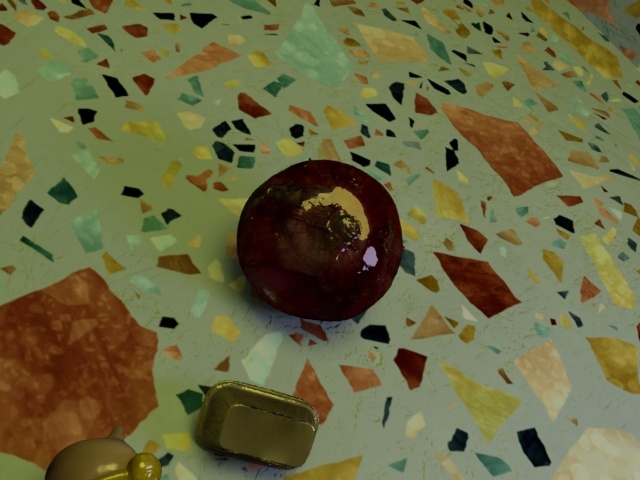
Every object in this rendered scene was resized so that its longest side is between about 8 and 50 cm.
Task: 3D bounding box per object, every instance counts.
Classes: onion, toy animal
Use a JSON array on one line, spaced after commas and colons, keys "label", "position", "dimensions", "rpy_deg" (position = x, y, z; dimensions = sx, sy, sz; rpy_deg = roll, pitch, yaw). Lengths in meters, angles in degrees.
[{"label": "onion", "position": [0.000, 0.000, 1.519], "dimensions": [0.276, 0.276, 0.276], "rpy_deg": [16, 45, -17]}, {"label": "toy animal", "position": [-0.272, 0.336, 1.120], "dimensions": [0.149, 0.165, 0.248], "rpy_deg": [18, 38, -7]}]

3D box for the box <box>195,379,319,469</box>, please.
[{"label": "box", "position": [-0.086, 0.269, 1.331], "dimensions": [0.177, 0.111, 0.111], "rpy_deg": [19, 44, -15]}]
